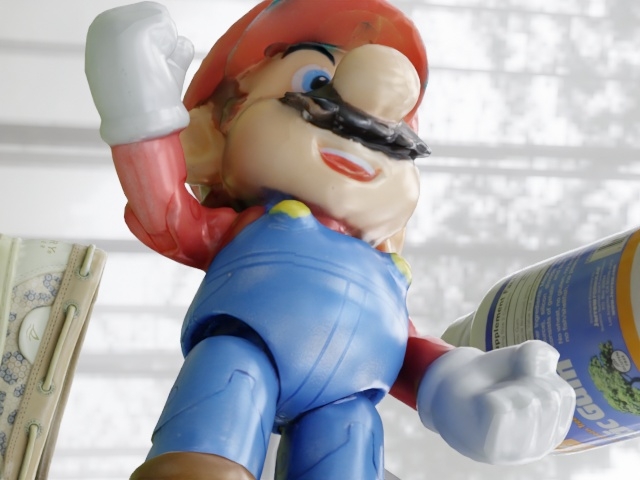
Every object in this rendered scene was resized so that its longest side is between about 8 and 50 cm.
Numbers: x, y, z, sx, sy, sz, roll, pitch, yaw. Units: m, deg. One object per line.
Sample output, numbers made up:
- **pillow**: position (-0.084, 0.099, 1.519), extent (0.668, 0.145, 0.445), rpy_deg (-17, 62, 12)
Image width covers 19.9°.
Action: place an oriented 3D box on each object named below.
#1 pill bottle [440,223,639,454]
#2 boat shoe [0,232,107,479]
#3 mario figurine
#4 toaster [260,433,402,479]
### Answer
- **pill bottle**: position (0.210, 0.081, 1.388), extent (0.272, 0.152, 0.152), rpy_deg (-26, -117, 53)
- **boat shoe**: position (-0.192, 0.138, 1.181), extent (0.104, 0.089, 0.285), rpy_deg (148, -54, -82)
- **mario figurine**: position (0.000, 0.000, 0.760), extent (0.198, 0.170, 0.320), rpy_deg (59, 25, -43)
- **toaster**: position (-0.010, 0.191, 0.898), extent (0.110, 0.185, 0.168), rpy_deg (-47, -164, 28)
